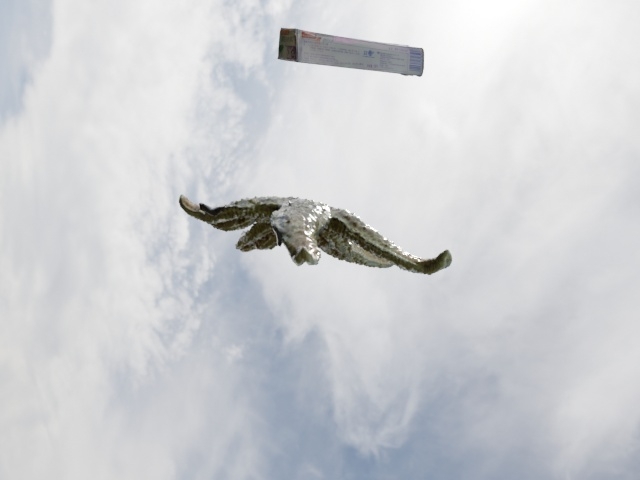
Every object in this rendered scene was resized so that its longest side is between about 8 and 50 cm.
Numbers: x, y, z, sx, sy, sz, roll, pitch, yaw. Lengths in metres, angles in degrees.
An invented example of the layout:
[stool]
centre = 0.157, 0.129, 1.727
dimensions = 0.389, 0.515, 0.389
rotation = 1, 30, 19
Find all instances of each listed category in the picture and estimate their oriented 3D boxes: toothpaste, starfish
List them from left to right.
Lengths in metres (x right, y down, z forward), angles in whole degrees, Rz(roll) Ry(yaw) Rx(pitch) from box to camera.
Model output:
[starfish]
centre = 0.000, 0.000, 0.395
dimensions = 0.208, 0.176, 0.053
rotation = 14, -96, 43
[toothpaste]
centre = 0.044, -0.231, 0.640
dimensions = 0.047, 0.196, 0.040
rotation = 32, -58, 52
